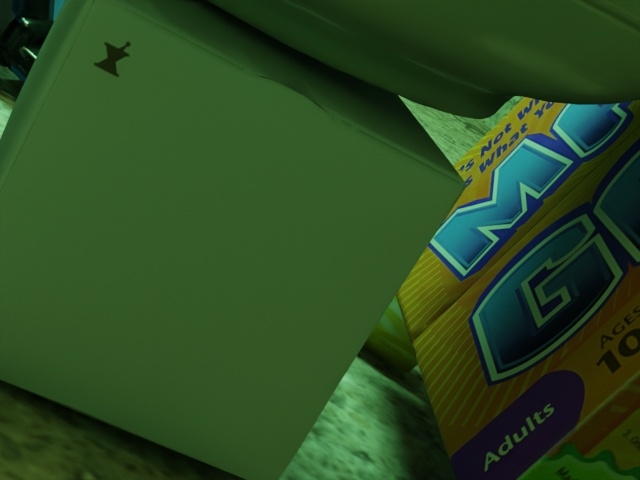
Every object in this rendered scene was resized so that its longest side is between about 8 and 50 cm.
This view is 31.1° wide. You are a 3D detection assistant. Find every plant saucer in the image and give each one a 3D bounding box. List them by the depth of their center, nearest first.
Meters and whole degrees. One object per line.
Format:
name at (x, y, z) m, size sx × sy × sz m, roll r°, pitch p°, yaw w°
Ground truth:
plant saucer at (0.017, -0.154, 0.583) m, size 0.400 × 0.101 × 0.400 m, roll 25°, pitch 17°, yaw -8°

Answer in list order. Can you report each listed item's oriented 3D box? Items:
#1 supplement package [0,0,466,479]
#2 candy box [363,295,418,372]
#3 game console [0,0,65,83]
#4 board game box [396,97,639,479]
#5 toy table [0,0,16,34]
supplement package at (-0.073, -0.043, 0.610) m, size 0.177 × 0.175 × 0.293 m, roll 26°, pitch 16°, yaw -17°
candy box at (0.000, 0.000, 0.836) m, size 0.205 × 0.027 × 0.105 m, roll 32°, pitch 56°, yaw -9°
game console at (-0.118, -0.181, 0.942) m, size 0.250 × 0.173 × 0.293 m, roll 41°, pitch 16°, yaw 8°
board game box at (0.299, 0.051, 0.676) m, size 0.356 × 0.356 × 0.356 m, roll 42°, pitch 13°, yaw -16°
toy table at (-0.294, -0.308, 0.887) m, size 0.160 × 0.274 × 0.252 m, roll 34°, pitch 46°, yaw 27°
